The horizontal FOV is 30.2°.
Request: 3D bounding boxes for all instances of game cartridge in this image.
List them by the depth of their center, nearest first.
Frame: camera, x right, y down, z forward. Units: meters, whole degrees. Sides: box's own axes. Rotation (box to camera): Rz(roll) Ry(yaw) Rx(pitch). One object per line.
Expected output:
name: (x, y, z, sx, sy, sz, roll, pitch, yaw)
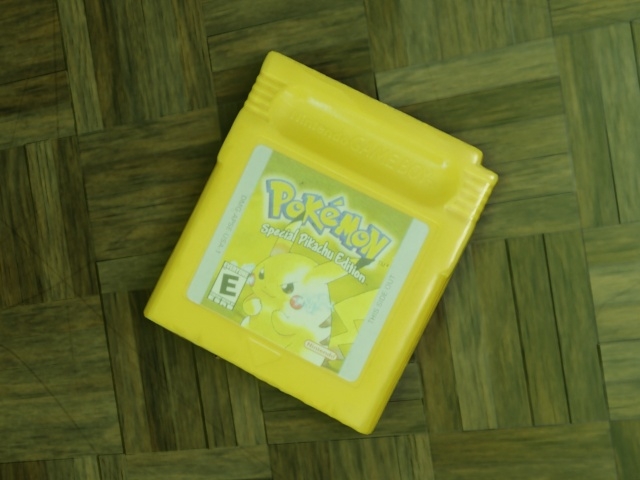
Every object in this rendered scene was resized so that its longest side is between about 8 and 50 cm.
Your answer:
game cartridge: (0.000, 0.000, 1.270, 0.285, 0.052, 0.324, 26, 95, 10)

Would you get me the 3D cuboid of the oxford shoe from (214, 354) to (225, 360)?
oxford shoe: (-0.107, 0.033, 1.341, 0.076, 0.076, 0.212, -9, 89, -20)
